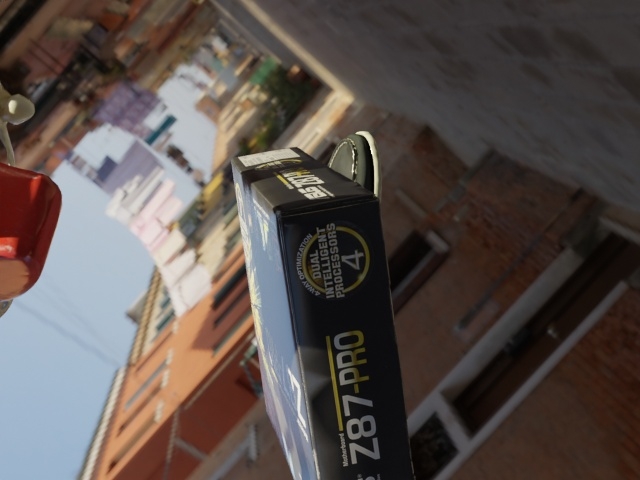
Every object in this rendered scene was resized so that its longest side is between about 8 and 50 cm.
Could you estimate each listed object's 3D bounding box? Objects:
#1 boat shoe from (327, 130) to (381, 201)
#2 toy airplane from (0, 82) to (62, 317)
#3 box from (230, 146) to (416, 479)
[{"bbox_3d":[-0.002,-0.001,1.441,0.113,0.340,0.127,3,-151,-25],"label":"boat shoe"},{"bbox_3d":[-0.388,0.007,0.814,0.272,0.386,0.384,38,-170,-50],"label":"toy airplane"},{"bbox_3d":[-0.008,0.084,0.971,0.395,0.097,0.319,-134,34,-74],"label":"box"}]
